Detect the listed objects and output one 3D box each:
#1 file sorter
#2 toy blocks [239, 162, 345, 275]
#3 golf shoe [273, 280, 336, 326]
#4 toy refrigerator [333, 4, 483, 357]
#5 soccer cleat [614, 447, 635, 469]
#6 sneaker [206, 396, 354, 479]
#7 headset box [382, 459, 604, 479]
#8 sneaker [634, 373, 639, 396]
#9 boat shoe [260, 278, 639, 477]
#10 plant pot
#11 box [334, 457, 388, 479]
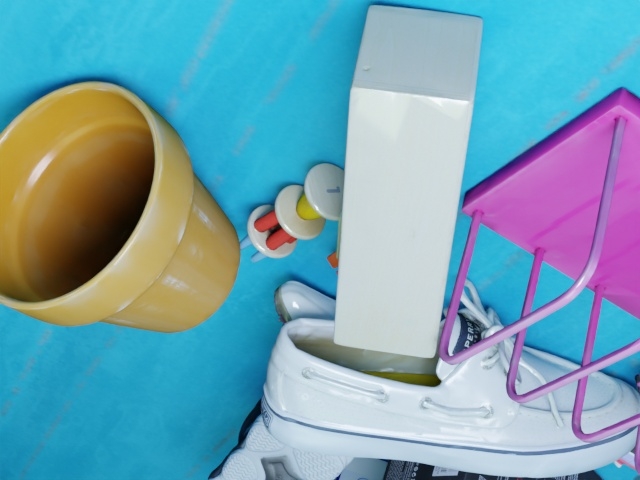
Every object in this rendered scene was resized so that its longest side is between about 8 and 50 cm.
[{"bbox_3d":[0.267,0.064,1.054,0.291,0.182,0.202,30,146,-17],"label":"file sorter"},{"bbox_3d":[0.000,0.000,1.214,0.123,0.054,0.148,32,145,-19],"label":"toy blocks"},{"bbox_3d":[0.036,0.087,1.329,0.186,0.067,0.086,36,118,-26],"label":"golf shoe"},{"bbox_3d":[0.059,-0.038,1.030,0.094,0.102,0.269,7,136,5],"label":"toy refrigerator"},{"bbox_3d":[0.390,0.199,1.295,0.248,0.083,0.095,18,120,22],"label":"soccer cleat"},{"bbox_3d":[-0.027,0.203,1.462,0.101,0.153,0.268,40,126,-6],"label":"sneaker"},{"bbox_3d":[0.192,0.305,1.419,0.110,0.218,0.293,-11,137,40],"label":"headset box"},{"bbox_3d":[0.368,0.177,1.222,0.077,0.072,0.178,-39,89,17],"label":"sneaker"},{"bbox_3d":[0.133,0.115,1.251,0.367,0.135,0.156,6,122,-3],"label":"boat shoe"},{"bbox_3d":[-0.173,-0.007,1.182,0.205,0.205,0.188,-2,157,30],"label":"plant pot"},{"bbox_3d":[0.070,0.327,1.648,0.126,0.072,0.137,19,148,0],"label":"box"}]
